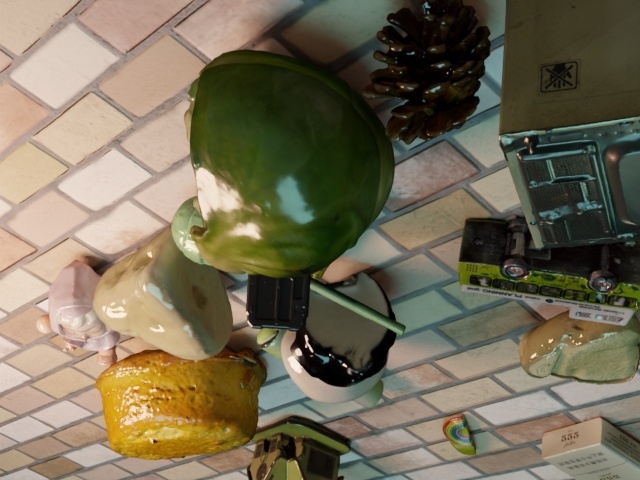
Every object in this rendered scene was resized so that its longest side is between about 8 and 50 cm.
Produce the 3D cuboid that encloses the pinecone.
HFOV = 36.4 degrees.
[{"bbox_3d":[0.139,-0.219,1.247,0.150,0.179,0.195,19,128,7],"label":"pinecone"}]

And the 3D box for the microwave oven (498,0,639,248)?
[{"bbox_3d":[0.424,-0.179,1.093,0.394,0.333,0.247,-5,145,22],"label":"microwave oven"}]

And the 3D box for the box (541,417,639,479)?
[{"bbox_3d":[0.635,0.489,2.148,0.259,0.071,0.168,33,140,-26],"label":"box"}]

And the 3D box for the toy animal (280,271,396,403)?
[{"bbox_3d":[0.034,0.183,1.811,0.212,0.212,0.267,14,155,-3],"label":"toy animal"}]

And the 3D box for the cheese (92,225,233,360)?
[{"bbox_3d":[-0.285,0.116,1.830,0.251,0.173,0.248,-21,124,36],"label":"cheese"}]

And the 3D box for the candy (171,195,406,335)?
[{"bbox_3d":[-0.055,0.051,1.635,0.440,0.119,0.119,27,146,11],"label":"candy"}]

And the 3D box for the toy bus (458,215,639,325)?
[{"bbox_3d":[0.379,0.048,1.598,0.302,0.113,0.139,9,144,10],"label":"toy bus"}]

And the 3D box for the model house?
[{"bbox_3d":[-0.070,0.601,2.341,0.205,0.278,0.218,29,142,-24],"label":"model house"}]

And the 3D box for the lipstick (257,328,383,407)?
[{"bbox_3d":[0.002,0.255,2.018,0.304,0.076,0.076,33,139,-26],"label":"lipstick"}]

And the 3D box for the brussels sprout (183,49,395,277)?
[{"bbox_3d":[-0.057,-0.091,1.394,0.315,0.276,0.371,18,144,-1],"label":"brussels sprout"}]

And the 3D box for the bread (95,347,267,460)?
[{"bbox_3d":[-0.289,0.352,2.088,0.358,0.204,0.337,-12,159,8],"label":"bread"}]

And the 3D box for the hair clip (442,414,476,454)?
[{"bbox_3d":[0.320,0.454,2.228,0.060,0.033,0.188,-4,141,22],"label":"hair clip"}]

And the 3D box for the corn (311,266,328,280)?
[{"bbox_3d":[0.000,0.000,1.670,0.080,0.080,0.238,20,141,-10],"label":"corn"}]

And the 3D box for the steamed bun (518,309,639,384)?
[{"bbox_3d":[0.462,0.175,1.738,0.212,0.110,0.231,-6,145,7],"label":"steamed bun"}]

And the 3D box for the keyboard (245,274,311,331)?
[{"bbox_3d":[-0.063,0.017,1.590,0.106,0.262,0.016,4,-178,4],"label":"keyboard"}]

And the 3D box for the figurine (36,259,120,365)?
[{"bbox_3d":[-0.470,0.153,1.978,0.200,0.133,0.276,-2,148,0],"label":"figurine"}]
